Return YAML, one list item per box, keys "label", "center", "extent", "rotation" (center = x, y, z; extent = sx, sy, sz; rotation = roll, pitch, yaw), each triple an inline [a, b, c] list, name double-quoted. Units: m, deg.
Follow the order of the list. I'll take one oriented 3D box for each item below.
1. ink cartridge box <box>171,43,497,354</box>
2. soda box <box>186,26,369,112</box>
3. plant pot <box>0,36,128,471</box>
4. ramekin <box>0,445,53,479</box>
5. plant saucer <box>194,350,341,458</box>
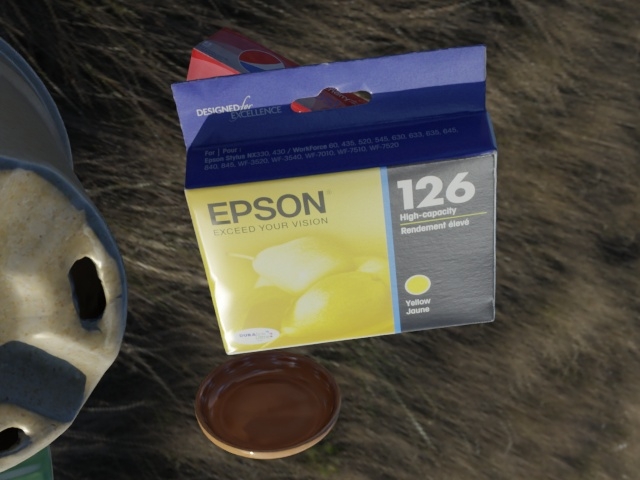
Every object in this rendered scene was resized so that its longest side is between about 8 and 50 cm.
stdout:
- label: "ink cartridge box"
  center: [0.025, -0.027, 0.868]
  extent: [0.072, 0.303, 0.307]
  rotation: [-93, 174, -51]
- label: "soda box"
  center: [-0.053, -0.191, 1.183]
  extent: [0.092, 0.263, 0.083]
  rotation: [-51, 166, -48]
- label: "plant pot"
  center: [-0.294, 0.003, 0.613]
  extent: [0.334, 0.305, 0.334]
  rotation: [-14, 116, -31]
- label: "ramekin"
  center: [-0.423, 0.239, 1.008]
  extent: [0.148, 0.303, 0.303]
  rotation: [-9, 116, -32]
- label: "plant saucer"
  center: [-0.071, 0.228, 1.174]
  extent: [0.200, 0.200, 0.037]
  rotation: [-30, 133, -39]
